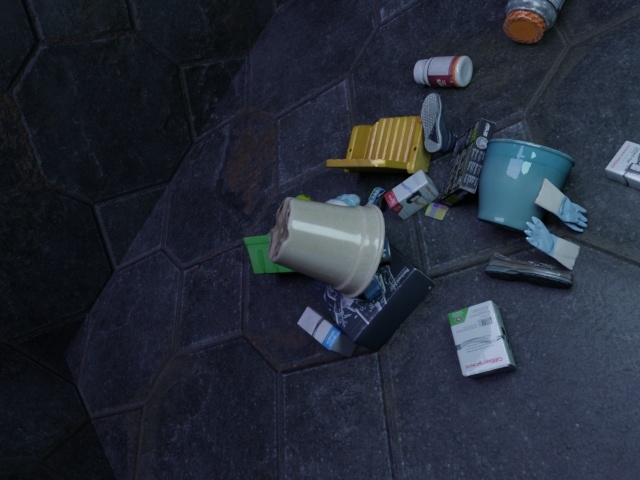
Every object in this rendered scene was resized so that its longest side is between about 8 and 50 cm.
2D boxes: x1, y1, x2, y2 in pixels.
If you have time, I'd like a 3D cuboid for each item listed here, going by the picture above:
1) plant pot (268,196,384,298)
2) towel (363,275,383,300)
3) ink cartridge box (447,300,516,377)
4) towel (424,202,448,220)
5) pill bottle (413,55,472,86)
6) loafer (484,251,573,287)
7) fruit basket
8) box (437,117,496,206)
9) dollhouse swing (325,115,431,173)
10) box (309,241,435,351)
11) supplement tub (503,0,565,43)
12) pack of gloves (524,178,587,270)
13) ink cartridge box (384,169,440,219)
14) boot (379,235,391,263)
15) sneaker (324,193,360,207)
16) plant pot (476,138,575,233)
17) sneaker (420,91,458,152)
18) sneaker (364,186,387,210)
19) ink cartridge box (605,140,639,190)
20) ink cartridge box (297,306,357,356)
[{"bbox_3d":[0.000,0.000,1.573,0.334,0.305,0.334,-165,90,-72],"label":"plant pot"},{"bbox_3d":[0.166,0.148,1.640,0.067,0.029,0.119,-40,51,16],"label":"towel"},{"bbox_3d":[0.508,0.317,1.483,0.153,0.087,0.209,-24,55,28],"label":"ink cartridge box"},{"bbox_3d":[0.444,-0.111,1.800,0.083,0.009,0.060,22,84,44],"label":"towel"},{"bbox_3d":[0.510,-0.706,1.965,0.221,0.121,0.121,18,81,43],"label":"pill bottle"},{"bbox_3d":[0.654,0.085,1.480,0.267,0.096,0.084,7,68,43],"label":"loafer"},{"bbox_3d":[-0.127,-0.036,2.075,0.392,0.282,0.392,-3,85,37],"label":"fruit basket"},{"bbox_3d":[0.523,-0.273,1.694,0.216,0.060,0.270,130,160,-78],"label":"box"},{"bbox_3d":[0.228,-0.403,1.905,0.346,0.305,0.315,8,83,42],"label":"dollhouse swing"},{"bbox_3d":[0.186,0.172,1.754,0.343,0.179,0.312,-51,48,7],"label":"box"},{"bbox_3d":[0.825,-0.923,1.768,0.193,0.193,0.316,23,84,43],"label":"supplement tub"},{"bbox_3d":[0.707,-0.046,1.427,0.195,0.232,0.046,-65,22,-9],"label":"pack of gloves"},{"bbox_3d":[0.356,-0.176,1.822,0.175,0.127,0.072,-35,52,21],"label":"ink cartridge box"},{"bbox_3d":[0.200,-0.003,1.676,0.106,0.082,0.219,-3,59,12],"label":"boot"},{"bbox_3d":[0.096,-0.141,1.899,0.150,0.135,0.366,-50,2,-4],"label":"sneaker"},{"bbox_3d":[0.635,-0.161,1.516,0.271,0.271,0.255,21,96,43],"label":"plant pot"},{"bbox_3d":[0.466,-0.453,1.833,0.086,0.163,0.226,2,95,43],"label":"sneaker"},{"bbox_3d":[0.220,-0.127,1.948,0.188,0.078,0.067,-61,15,16],"label":"sneaker"},{"bbox_3d":[0.955,-0.217,1.401,0.109,0.063,0.150,-55,47,4],"label":"ink cartridge box"},{"bbox_3d":[0.032,0.350,1.811,0.203,0.148,0.086,32,91,43],"label":"ink cartridge box"}]
